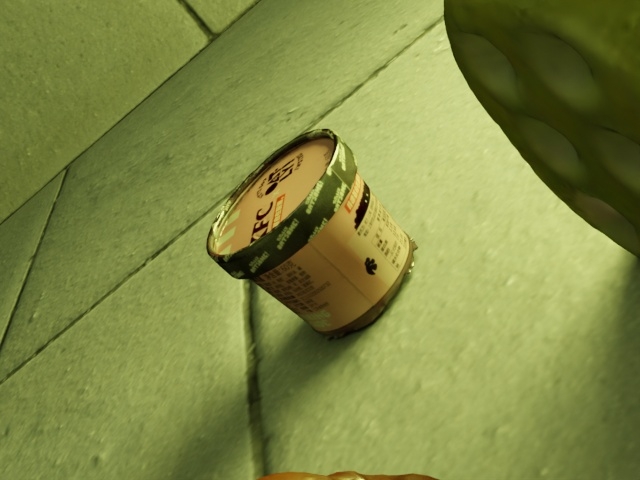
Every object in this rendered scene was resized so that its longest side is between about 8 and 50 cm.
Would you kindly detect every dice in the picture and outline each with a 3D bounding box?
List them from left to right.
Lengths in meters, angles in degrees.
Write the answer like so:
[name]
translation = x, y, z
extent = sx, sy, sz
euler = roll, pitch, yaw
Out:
[dice]
translation = 0.234, -0.126, 0.579
extent = 0.233, 0.238, 0.227
euler = -45, 21, -4

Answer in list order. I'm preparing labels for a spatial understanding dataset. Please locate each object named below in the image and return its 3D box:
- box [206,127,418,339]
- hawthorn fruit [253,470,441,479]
[box]
translation = 0.000, 0.000, 0.883
extent = 0.151, 0.135, 0.151
euler = -38, 24, 20
[hawthorn fruit]
translation = 0.008, 0.217, 0.445
extent = 0.196, 0.196, 0.226
euler = -141, 67, -68
